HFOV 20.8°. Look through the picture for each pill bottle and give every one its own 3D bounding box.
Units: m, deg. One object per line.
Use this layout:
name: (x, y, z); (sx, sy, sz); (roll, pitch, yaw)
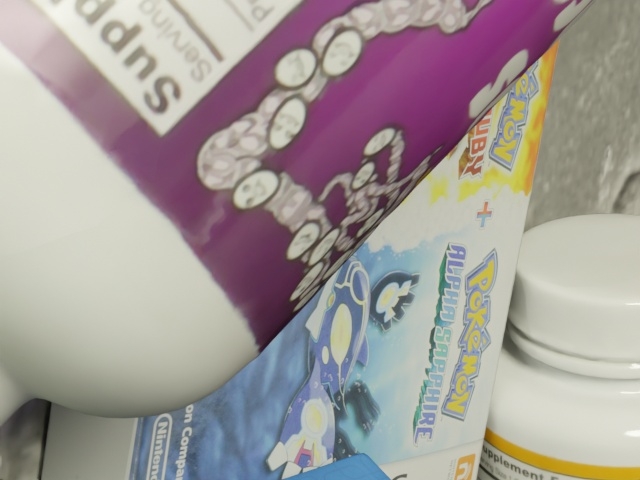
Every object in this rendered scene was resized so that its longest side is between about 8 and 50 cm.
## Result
pill bottle: (-0.038, -0.069, 0.391); (0.301, 0.169, 0.169); (-46, 137, -9)
pill bottle: (0.115, 0.103, 0.702); (0.117, 0.117, 0.215); (-25, 123, -42)

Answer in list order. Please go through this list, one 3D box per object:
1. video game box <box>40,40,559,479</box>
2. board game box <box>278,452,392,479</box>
video game box: (0.000, 0.000, 0.581); (0.187, 0.048, 0.205); (-6, 110, -51)
board game box: (-0.072, 0.154, 0.513); (0.210, 0.047, 0.160); (-10, 135, -47)
